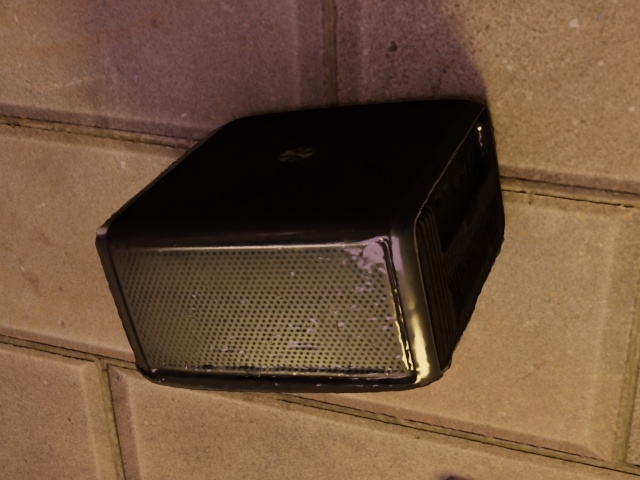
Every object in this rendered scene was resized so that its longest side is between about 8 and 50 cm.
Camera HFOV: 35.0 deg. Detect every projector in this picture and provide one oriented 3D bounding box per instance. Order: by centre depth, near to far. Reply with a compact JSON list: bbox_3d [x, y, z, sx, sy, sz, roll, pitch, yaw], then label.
[{"bbox_3d":[0.000,0.000,1.273,0.405,0.395,0.242,-2,115,24],"label":"projector"}]
